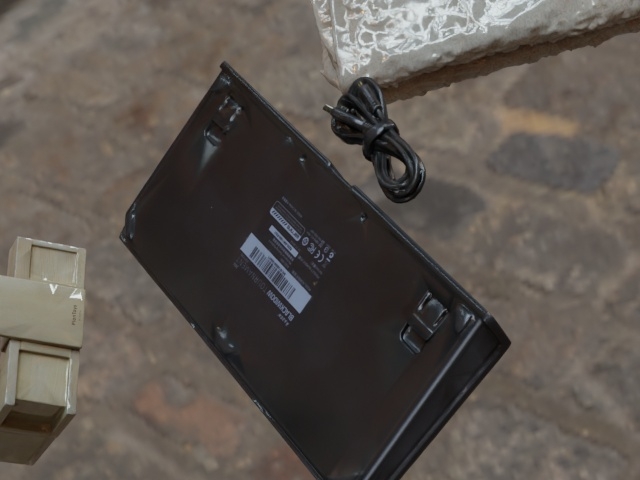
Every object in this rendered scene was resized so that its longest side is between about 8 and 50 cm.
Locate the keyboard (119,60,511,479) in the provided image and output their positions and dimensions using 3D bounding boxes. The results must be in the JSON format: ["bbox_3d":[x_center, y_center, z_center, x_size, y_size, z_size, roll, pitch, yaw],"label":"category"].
[{"bbox_3d":[0.000,0.000,0.610,0.108,0.023,0.180,-55,44,11],"label":"keyboard"}]

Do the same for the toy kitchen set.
[{"bbox_3d":[-0.153,0.049,0.824,0.068,0.075,0.083,11,60,-20],"label":"toy kitchen set"}]

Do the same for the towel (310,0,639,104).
[{"bbox_3d":[0.121,-0.192,1.006,0.282,0.049,0.187,-14,74,8],"label":"towel"}]
